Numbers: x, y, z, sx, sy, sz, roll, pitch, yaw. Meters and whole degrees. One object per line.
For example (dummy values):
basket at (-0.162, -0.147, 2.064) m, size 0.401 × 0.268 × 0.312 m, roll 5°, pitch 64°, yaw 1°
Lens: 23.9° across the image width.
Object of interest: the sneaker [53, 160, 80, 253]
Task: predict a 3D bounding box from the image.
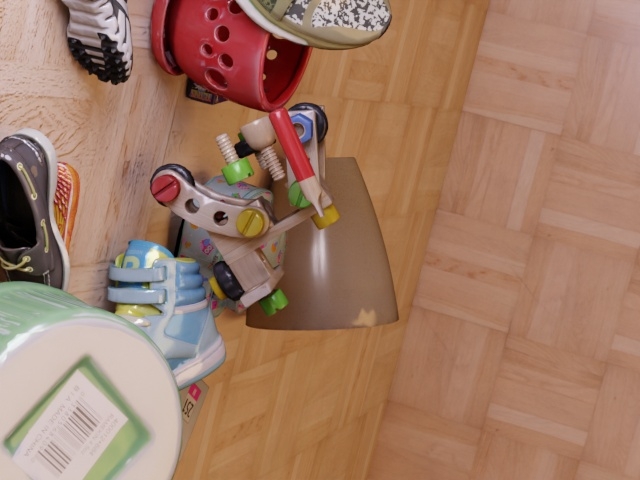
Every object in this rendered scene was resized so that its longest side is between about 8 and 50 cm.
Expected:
sneaker at (-0.309, -0.004, 1.750) m, size 0.067 × 0.064 × 0.175 m, roll -23°, pitch 131°, yaw -82°

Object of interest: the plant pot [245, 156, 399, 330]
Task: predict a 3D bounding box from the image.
plant pot at (0.000, 0.000, 2.505) m, size 0.256 × 0.257 × 0.273 m, roll -13°, pitch 102°, yaw -72°

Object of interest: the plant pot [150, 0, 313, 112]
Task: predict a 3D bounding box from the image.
plant pot at (-0.113, -0.273, 1.933) m, size 0.191 × 0.174 × 0.191 m, roll 15°, pitch 90°, yaw -74°

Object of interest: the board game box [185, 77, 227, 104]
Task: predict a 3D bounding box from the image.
board game box at (-0.124, -0.272, 2.125) m, size 0.170 × 0.048 × 0.141 m, roll -32°, pitch 135°, yaw -66°

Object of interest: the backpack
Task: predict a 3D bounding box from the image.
backpack at (-0.132, 0.005, 2.202) m, size 0.166 × 0.144 × 0.188 m, roll -35°, pitch 136°, yaw -57°

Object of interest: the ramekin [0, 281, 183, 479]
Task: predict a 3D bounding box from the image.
ramekin at (-0.291, 0.199, 1.592) m, size 0.303 × 0.148 × 0.303 m, roll -4°, pitch 96°, yaw -40°

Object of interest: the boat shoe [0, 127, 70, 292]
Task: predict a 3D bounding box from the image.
boat shoe at (-0.328, -0.008, 1.658) m, size 0.069 × 0.081 × 0.227 m, roll -45°, pitch 140°, yaw -54°

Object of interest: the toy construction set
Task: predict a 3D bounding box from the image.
toy construction set at (-0.057, -0.033, 1.932) m, size 0.237 × 0.258 × 0.309 m, roll 66°, pitch -15°, yaw -3°

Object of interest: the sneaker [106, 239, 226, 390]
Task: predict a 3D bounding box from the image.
sneaker at (-0.262, 0.118, 1.957) m, size 0.319 × 0.127 × 0.208 m, roll -33°, pitch 120°, yaw -49°

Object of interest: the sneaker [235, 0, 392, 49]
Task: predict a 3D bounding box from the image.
sneaker at (-0.043, -0.368, 1.727) m, size 0.410 × 0.182 × 0.158 m, roll 39°, pitch 64°, yaw -29°

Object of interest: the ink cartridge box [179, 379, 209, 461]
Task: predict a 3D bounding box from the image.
ink cartridge box at (-0.259, 0.277, 2.186) m, size 0.275 × 0.060 × 0.238 m, roll 65°, pitch 43°, yaw -66°

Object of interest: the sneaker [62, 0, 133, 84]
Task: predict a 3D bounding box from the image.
sneaker at (-0.240, -0.271, 1.689) m, size 0.234 × 0.078 × 0.106 m, roll 76°, pitch 36°, yaw -56°
